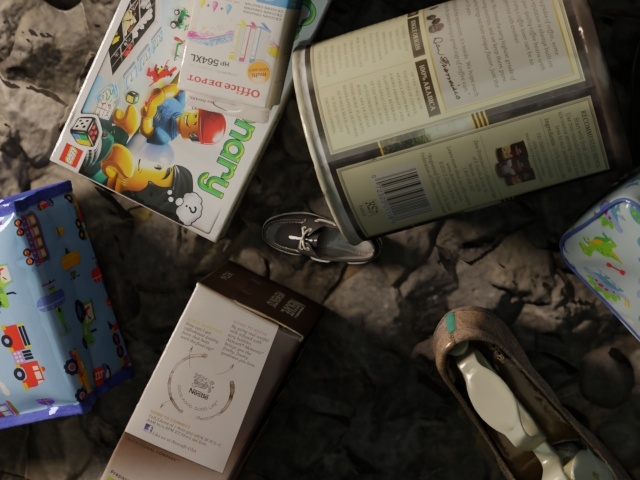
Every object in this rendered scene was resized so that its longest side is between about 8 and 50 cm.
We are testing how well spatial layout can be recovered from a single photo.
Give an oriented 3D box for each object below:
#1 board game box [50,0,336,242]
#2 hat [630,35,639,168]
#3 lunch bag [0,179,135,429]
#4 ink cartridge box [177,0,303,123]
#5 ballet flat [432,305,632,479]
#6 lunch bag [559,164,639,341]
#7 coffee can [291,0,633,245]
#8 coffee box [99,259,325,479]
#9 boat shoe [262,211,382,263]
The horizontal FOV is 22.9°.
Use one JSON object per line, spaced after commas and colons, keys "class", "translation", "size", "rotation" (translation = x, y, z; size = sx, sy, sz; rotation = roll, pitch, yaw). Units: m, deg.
{"class": "board game box", "translation": [-0.122, -0.176, 1.594], "size": [0.193, 0.053, 0.305], "rotation": [26, 100, 3]}
{"class": "hat", "translation": [0.431, -0.095, 1.444], "size": [0.331, 0.134, 0.331], "rotation": [5, 114, 12]}
{"class": "lunch bag", "translation": [-0.375, 0.087, 1.635], "size": [0.293, 0.138, 0.221], "rotation": [-15, 97, 19]}
{"class": "ink cartridge box", "translation": [-0.076, -0.188, 1.513], "size": [0.092, 0.090, 0.143], "rotation": [13, 98, 4]}
{"class": "ballet flat", "translation": [0.214, 0.206, 1.567], "size": [0.107, 0.106, 0.316], "rotation": [-40, 90, 11]}
{"class": "lunch bag", "translation": [0.340, 0.036, 1.499], "size": [0.219, 0.176, 0.090], "rotation": [47, 64, 2]}
{"class": "coffee can", "translation": [0.134, -0.127, 1.489], "size": [0.275, 0.201, 0.201], "rotation": [-15, 94, 10]}
{"class": "coffee box", "translation": [-0.119, 0.182, 1.580], "size": [0.119, 0.168, 0.297], "rotation": [27, 100, 4]}
{"class": "boat shoe", "translation": [0.000, 0.000, 1.606], "size": [0.125, 0.038, 0.046], "rotation": [13, 98, 6]}
